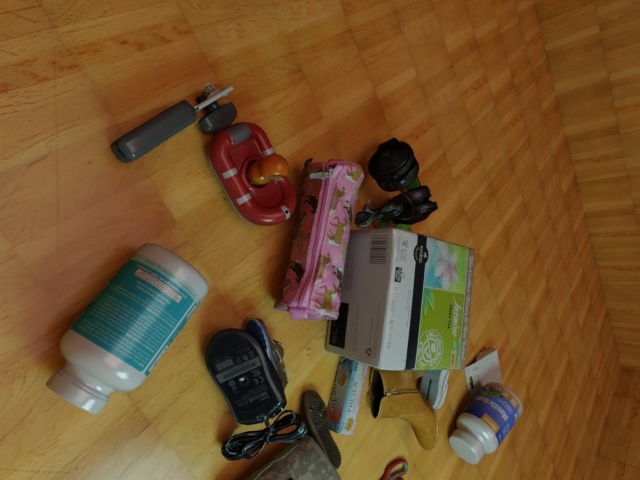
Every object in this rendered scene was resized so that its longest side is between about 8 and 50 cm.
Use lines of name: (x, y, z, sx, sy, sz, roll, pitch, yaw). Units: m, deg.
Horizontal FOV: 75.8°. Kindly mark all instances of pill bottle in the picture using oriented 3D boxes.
pill bottle: (-0.321, 0.145, 0.692, 0.146, 0.146, 0.264, 48, 58, -29)
pill bottle: (0.579, 0.644, 1.452, 0.272, 0.152, 0.152, -33, 109, -30)

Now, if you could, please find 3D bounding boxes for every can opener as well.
can opener: (-0.268, -0.229, 0.806, 0.280, 0.074, 0.093, -43, 116, -34)

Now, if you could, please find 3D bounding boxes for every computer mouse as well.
computer mouse: (-0.152, 0.306, 0.862, 0.188, 0.072, 0.272, -19, 95, 2)

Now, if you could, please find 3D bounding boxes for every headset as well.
headset: (0.204, -0.140, 1.146, 0.243, 0.185, 0.394, 61, 23, -15)

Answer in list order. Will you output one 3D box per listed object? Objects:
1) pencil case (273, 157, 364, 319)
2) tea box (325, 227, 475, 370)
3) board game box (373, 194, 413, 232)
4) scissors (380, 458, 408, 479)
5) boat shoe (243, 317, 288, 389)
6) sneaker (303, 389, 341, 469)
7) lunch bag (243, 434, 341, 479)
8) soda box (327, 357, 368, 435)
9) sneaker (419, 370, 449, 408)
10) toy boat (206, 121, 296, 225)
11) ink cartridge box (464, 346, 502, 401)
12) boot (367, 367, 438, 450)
pencil case: (0.000, 0.000, 0.977, 0.167, 0.160, 0.386, 21, 75, -40)
tea box: (0.217, 0.157, 1.098, 0.323, 0.220, 0.329, 11, 82, -35)
board game box: (0.243, 0.000, 1.275, 0.124, 0.039, 0.260, -41, 116, -35)
scissors: (0.155, 0.710, 1.173, 0.297, 0.021, 0.109, 6, 86, -40)
boat shoe: (-0.120, 0.256, 0.926, 0.066, 0.066, 0.183, -21, 98, -59)
sneaker: (-0.015, 0.468, 1.006, 0.066, 0.071, 0.189, -1, 66, -50)
lunch bag: (-0.063, 0.610, 0.888, 0.235, 0.169, 0.287, -22, 95, -37)
soda box: (0.068, 0.409, 1.082, 0.063, 0.058, 0.183, 29, 68, -37)
sneaker: (0.382, 0.427, 1.353, 0.091, 0.094, 0.258, 45, 63, -52)
toy boat: (-0.124, -0.143, 0.878, 0.151, 0.151, 0.231, -41, 114, -35)
ink cartridge box: (0.621, 0.517, 1.593, 0.179, 0.045, 0.146, -18, 101, -22)
boot: (0.234, 0.497, 1.209, 0.211, 0.104, 0.295, -5, 86, -36)
